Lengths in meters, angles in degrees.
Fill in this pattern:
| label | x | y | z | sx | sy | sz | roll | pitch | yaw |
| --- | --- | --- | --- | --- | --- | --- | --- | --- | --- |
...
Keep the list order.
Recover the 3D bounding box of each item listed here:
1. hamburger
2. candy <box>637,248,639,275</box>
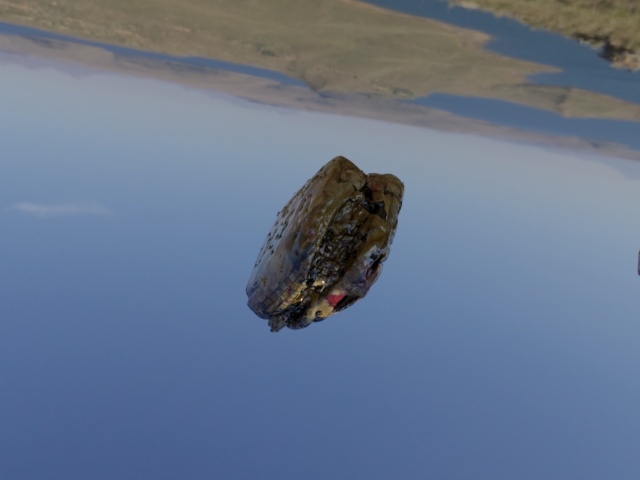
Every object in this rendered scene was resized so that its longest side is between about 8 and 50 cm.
| label | x | y | z | sx | sy | sz | roll | pitch | yaw |
| --- | --- | --- | --- | --- | --- | --- | --- | --- | --- |
| hamburger | 0.000 | 0.000 | 0.805 | 0.107 | 0.231 | 0.231 | 30 | -175 | -17 |
| candy | 0.419 | 0.014 | 0.785 | 0.124 | 0.124 | 0.365 | 16 | -179 | 29 |
